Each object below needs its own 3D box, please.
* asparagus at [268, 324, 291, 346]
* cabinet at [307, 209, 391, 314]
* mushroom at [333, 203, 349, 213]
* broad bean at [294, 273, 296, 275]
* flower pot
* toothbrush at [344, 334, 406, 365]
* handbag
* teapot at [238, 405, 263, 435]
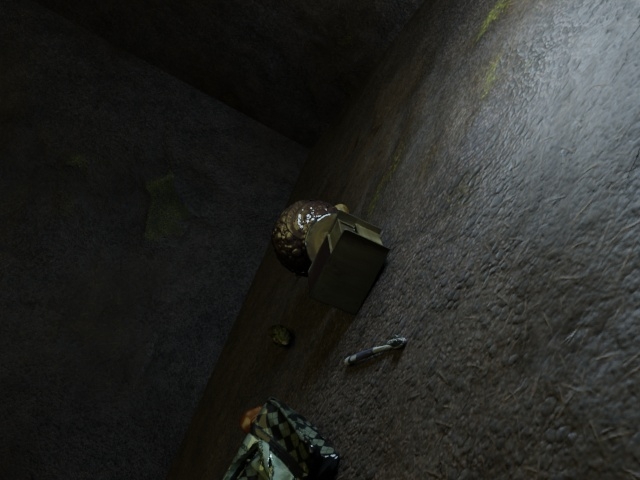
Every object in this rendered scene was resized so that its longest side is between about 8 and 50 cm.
[{"bbox_3d":[-0.153,0.353,2.076,0.080,0.080,0.287,-64,12,-3],"label":"asparagus"},{"bbox_3d":[0.077,0.059,1.525,0.175,0.148,0.215,-99,33,-70],"label":"cabinet"},{"bbox_3d":[0.020,-0.062,2.210,0.123,0.095,0.351,-42,5,-19],"label":"mushroom"},{"bbox_3d":[-0.077,0.064,2.358,0.039,0.069,0.227,-18,-49,-49],"label":"broad bean"},{"bbox_3d":[0.000,0.000,1.789,0.266,0.266,0.267,-64,22,-4],"label":"flower pot"},{"bbox_3d":[0.112,0.251,1.240,0.288,0.026,0.024,-44,24,61],"label":"toothbrush"},{"bbox_3d":[-0.126,0.591,1.228,0.416,0.180,0.317,-61,19,-13],"label":"handbag"},{"bbox_3d":[-0.182,0.559,1.696,0.173,0.116,0.116,79,-151,-62],"label":"teapot"}]
